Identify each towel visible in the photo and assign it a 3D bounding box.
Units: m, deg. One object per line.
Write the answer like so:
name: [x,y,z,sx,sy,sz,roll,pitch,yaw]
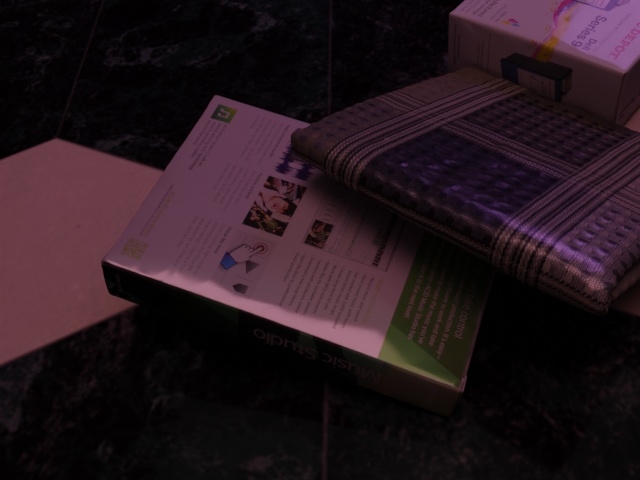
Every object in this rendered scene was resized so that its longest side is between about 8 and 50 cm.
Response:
towel: [0.183,-0.065,0.735,0.312,0.056,0.324,29,38,30]

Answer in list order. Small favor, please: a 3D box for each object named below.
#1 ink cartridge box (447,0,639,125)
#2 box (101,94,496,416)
ink cartridge box: [0.273,-0.226,0.890,0.212,0.093,0.154,31,60,28]
box: [0.000,0.000,0.727,0.322,0.058,0.232,18,54,11]
